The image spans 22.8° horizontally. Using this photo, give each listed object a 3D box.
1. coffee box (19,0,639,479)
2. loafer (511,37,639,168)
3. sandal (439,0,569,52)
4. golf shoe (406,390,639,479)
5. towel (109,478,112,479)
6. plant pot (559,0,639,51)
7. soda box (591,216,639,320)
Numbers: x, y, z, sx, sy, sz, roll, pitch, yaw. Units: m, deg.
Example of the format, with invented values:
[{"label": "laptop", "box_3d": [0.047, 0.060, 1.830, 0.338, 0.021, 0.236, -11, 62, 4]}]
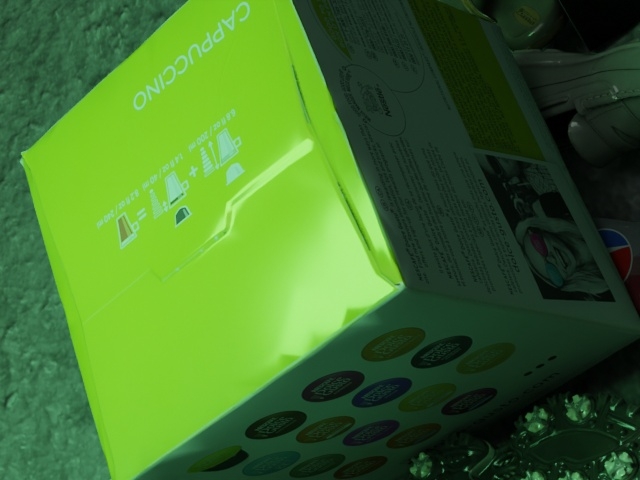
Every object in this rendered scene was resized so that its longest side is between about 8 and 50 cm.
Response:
[{"label": "coffee box", "box_3d": [0.000, 0.000, 1.364, 0.337, 0.334, 0.338, -37, 60, 31]}, {"label": "loafer", "box_3d": [0.274, -0.121, 1.470, 0.319, 0.112, 0.112, 0, 74, 49]}, {"label": "sandal", "box_3d": [0.177, -0.247, 1.618, 0.090, 0.060, 0.219, -47, 29, 7]}, {"label": "golf shoe", "box_3d": [0.198, 0.205, 1.342, 0.272, 0.120, 0.105, -21, 45, 43]}, {"label": "towel", "box_3d": [-0.110, 0.381, 1.404, 0.056, 0.324, 0.312, -16, 58, 12]}, {"label": "plant pot", "box_3d": [0.280, -0.329, 1.522, 0.167, 0.188, 0.187, -23, 55, 15]}, {"label": "soda box", "box_3d": [0.234, 0.030, 1.441, 0.263, 0.083, 0.092, 8, 77, 43]}]
